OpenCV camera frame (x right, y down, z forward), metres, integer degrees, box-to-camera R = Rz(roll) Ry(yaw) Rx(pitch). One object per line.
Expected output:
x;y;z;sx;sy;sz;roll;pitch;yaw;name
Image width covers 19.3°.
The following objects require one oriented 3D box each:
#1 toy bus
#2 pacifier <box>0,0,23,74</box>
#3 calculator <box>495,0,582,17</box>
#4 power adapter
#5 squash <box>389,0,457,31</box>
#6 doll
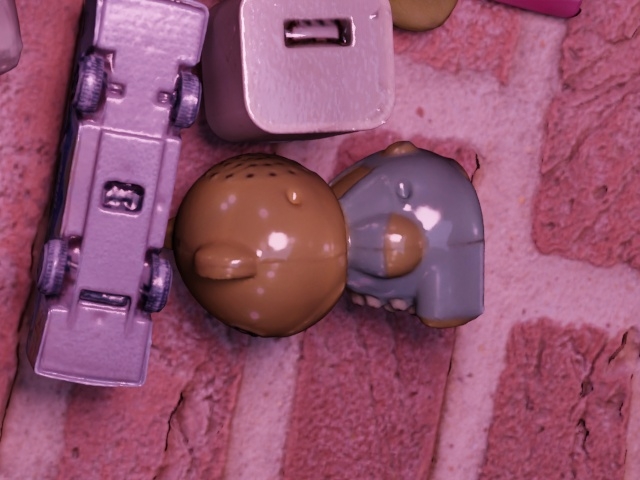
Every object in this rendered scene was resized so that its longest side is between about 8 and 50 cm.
-0.176;-0.049;1.588;0.109;0.136;0.329;9;96;-16;toy bus
-0.271;-0.270;1.494;0.332;0.273;0.220;-4;73;-14;pacifier
0.196;-0.306;1.710;0.127;0.034;0.190;12;89;-16;calculator
-0.032;-0.145;1.580;0.130;0.205;0.125;-4;91;-19;power adapter
0.038;-0.292;1.646;0.083;0.083;0.250;-35;103;-8;squash
0.000;0.000;1.627;0.261;0.177;0.161;-6;104;-17;doll
